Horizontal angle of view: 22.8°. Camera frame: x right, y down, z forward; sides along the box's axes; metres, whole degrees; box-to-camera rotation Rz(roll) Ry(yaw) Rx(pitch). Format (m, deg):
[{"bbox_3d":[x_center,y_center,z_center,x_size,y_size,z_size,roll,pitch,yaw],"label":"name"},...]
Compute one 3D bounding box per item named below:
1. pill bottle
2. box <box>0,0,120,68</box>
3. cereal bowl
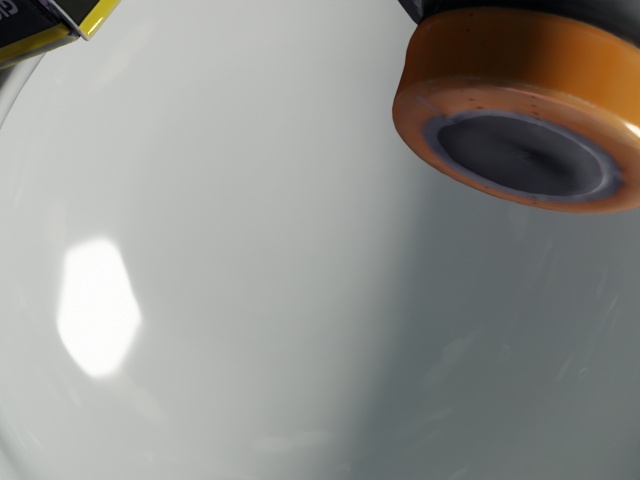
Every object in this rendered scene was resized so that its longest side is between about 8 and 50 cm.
[{"bbox_3d":[0.097,-0.135,0.517,0.130,0.245,0.130,16,162,5],"label":"pill bottle"},{"bbox_3d":[-0.119,-0.160,0.617,0.079,0.257,0.322,45,151,-25],"label":"box"},{"bbox_3d":[0.000,0.000,0.673,0.339,0.339,0.141,26,-171,-23],"label":"cereal bowl"}]
